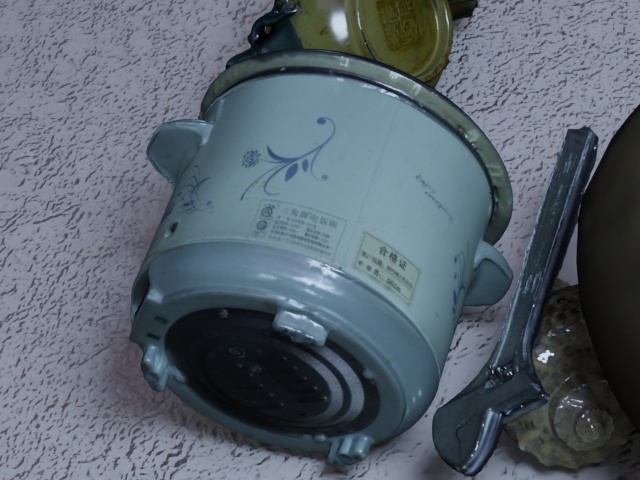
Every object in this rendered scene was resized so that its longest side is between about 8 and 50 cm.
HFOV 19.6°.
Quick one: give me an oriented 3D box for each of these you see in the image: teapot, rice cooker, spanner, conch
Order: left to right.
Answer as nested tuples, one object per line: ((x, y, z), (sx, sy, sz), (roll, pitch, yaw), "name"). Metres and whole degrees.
((0.000, 0.000, 1.446), (0.316, 0.264, 0.317), (7, 58, -11), "rice cooker")
((0.027, -0.189, 1.703), (0.269, 0.173, 0.182), (-24, 9, -42), "teapot")
((0.157, 0.039, 1.393), (0.093, 0.026, 0.325), (-13, 43, 42), "spanner")
((0.206, 0.097, 1.439), (0.155, 0.130, 0.207), (21, 22, -11), "conch")

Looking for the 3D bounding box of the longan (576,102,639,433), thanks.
((0.365, 0.034, 1.237), (0.404, 0.405, 0.336), (15, 39, 25), "longan")
